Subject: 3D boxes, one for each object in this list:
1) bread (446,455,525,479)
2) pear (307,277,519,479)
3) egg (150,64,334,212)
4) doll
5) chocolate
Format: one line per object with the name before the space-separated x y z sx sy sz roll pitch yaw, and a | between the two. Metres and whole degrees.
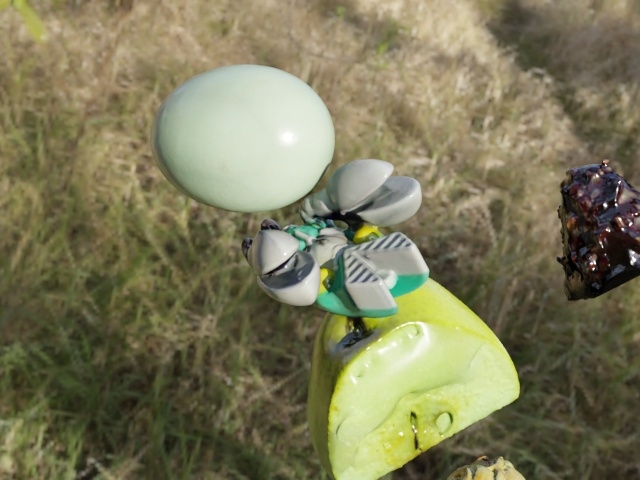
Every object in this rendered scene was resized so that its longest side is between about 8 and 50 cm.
bread | 0.191 0.342 0.852 0.077 0.367 0.084 -22 4 33
pear | 0.107 0.181 1.692 0.343 0.318 0.238 -28 38 -9
egg | -0.091 -0.115 1.223 0.231 0.168 0.168 3 7 34
doll | -0.008 0.015 1.158 0.258 0.153 0.195 -14 36 34
chocolate | 0.328 -0.028 1.272 0.133 0.156 0.156 57 14 -8
